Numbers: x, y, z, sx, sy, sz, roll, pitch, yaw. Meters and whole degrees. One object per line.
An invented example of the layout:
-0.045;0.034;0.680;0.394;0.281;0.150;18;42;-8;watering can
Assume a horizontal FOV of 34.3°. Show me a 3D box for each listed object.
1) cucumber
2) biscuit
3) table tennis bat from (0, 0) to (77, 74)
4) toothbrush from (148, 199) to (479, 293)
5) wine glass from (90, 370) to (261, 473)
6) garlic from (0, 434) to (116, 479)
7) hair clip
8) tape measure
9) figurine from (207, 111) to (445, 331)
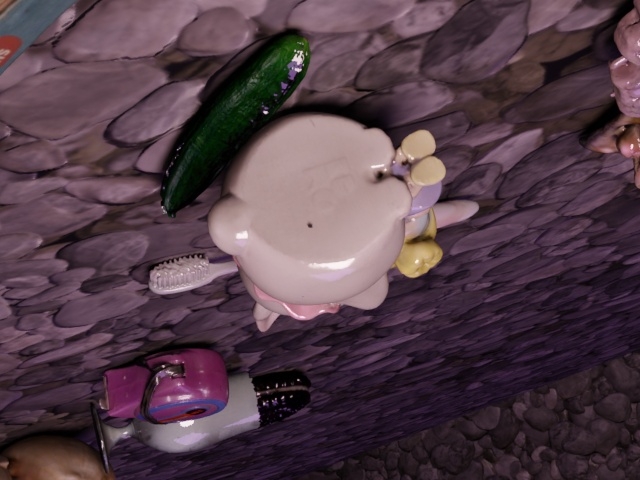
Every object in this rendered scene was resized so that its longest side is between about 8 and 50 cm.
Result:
-0.059;-0.068;0.629;0.036;0.033;0.184;20;145;-24;cucumber
-0.103;0.240;1.492;0.194;0.053;0.194;-16;164;-5;biscuit
-0.070;-0.139;0.417;0.274;0.021;0.154;-31;159;30;table tennis bat
0.000;0.000;0.906;0.307;0.025;0.030;-13;154;-14;toothbrush
-0.179;0.222;1.297;0.202;0.093;0.093;-13;162;-18;wine glass
-0.398;0.355;1.293;0.286;0.249;0.313;5;136;-17;garlic
0.267;-0.114;0.751;0.172;0.069;0.300;-15;162;-10;hair clip
-0.165;0.160;1.152;0.118;0.074;0.125;-20;159;25;tape measure
0.002;-0.003;0.749;0.155;0.127;0.235;-31;168;-9;figurine
